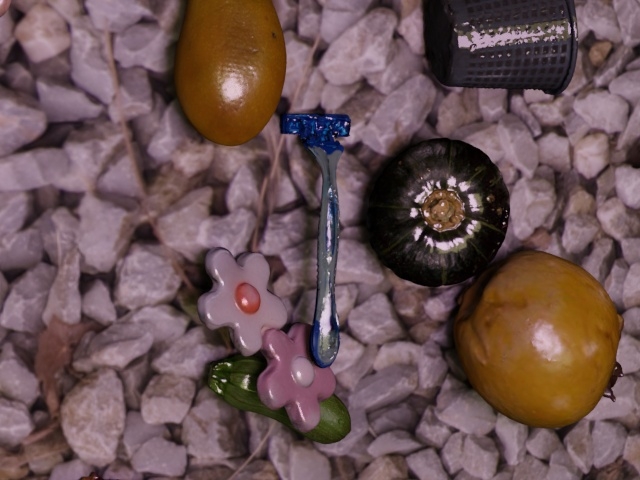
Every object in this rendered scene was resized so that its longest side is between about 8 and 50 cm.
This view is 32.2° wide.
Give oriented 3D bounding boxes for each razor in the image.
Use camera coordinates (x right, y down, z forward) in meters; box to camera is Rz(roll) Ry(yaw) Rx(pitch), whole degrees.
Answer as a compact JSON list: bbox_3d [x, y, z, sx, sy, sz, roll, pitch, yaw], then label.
[{"bbox_3d":[0.004,-0.001,1.393,0.093,0.056,0.324,0,86,-21],"label":"razor"}]

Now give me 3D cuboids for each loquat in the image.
[{"bbox_3d":[0.301,0.136,1.498,0.243,0.244,0.244,-5,104,-21],"label":"loquat"}]

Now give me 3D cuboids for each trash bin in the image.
[{"bbox_3d":[0.223,-0.263,1.418,0.161,0.175,0.175,-10,106,-9],"label":"trash bin"}]

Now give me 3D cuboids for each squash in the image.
[{"bbox_3d":[0.152,-0.036,1.438,0.193,0.156,0.193,0,109,-1],"label":"squash"},{"bbox_3d":[-0.050,0.205,1.453,0.219,0.068,0.077,25,90,-24],"label":"squash"}]

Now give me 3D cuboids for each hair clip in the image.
[{"bbox_3d":[-0.071,0.121,1.396,0.075,0.146,0.257,-35,97,35],"label":"hair clip"}]

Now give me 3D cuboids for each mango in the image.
[{"bbox_3d":[-0.108,-0.226,1.322,0.136,0.099,0.228,-4,95,-14],"label":"mango"}]

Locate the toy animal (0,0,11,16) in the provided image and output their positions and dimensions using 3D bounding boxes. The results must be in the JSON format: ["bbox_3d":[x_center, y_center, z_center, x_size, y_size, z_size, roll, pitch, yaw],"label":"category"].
[{"bbox_3d":[-0.417,-0.301,1.145,0.197,0.171,0.171,21,93,-28],"label":"toy animal"}]

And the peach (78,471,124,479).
[{"bbox_3d":[-0.246,0.430,1.352,0.361,0.201,0.258,34,89,-25],"label":"peach"}]
